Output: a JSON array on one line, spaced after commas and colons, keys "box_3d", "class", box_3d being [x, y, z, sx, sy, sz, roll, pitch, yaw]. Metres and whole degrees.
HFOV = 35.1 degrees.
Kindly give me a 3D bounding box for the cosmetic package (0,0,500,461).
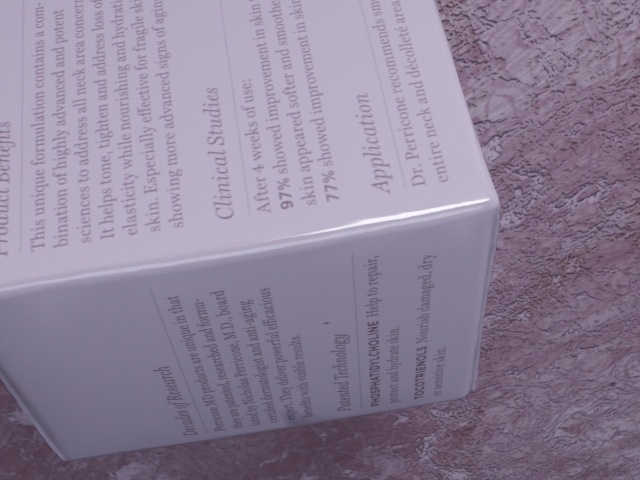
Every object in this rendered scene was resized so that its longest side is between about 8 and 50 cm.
[{"box_3d": [-0.080, -0.038, 0.899, 0.394, 0.329, 0.327, -9, 147, -1], "class": "cosmetic package"}]
